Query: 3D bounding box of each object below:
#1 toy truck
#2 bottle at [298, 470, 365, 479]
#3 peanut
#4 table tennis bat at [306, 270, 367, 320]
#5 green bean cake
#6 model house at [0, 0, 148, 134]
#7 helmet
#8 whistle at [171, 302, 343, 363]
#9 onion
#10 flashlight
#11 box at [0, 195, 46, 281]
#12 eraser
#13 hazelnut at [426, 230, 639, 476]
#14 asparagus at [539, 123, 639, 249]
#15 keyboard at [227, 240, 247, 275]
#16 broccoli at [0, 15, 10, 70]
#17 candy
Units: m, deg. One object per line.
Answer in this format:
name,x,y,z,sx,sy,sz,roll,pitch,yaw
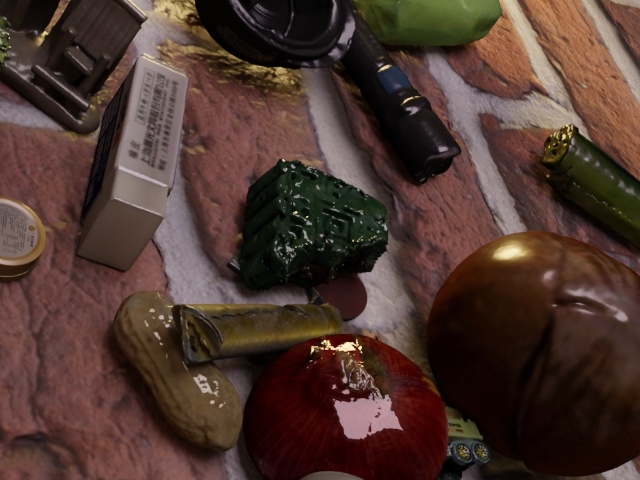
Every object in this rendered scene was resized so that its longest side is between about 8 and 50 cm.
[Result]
toy truck,0.138,0.261,1.411,0.168,0.077,0.100,8,51,-33
bottle,-0.003,0.368,1.098,0.120,0.120,0.253,33,40,-11
peanut,-0.164,0.154,1.254,0.214,0.090,0.098,57,-2,14
table tennis bat,0.011,0.080,1.519,0.095,0.014,0.158,49,38,6
green bean cake,0.000,0.000,1.488,0.208,0.107,0.193,23,43,-26
model house,-0.343,-0.284,1.443,0.229,0.188,0.122,39,24,-4
helmet,-0.092,-0.379,1.727,0.279,0.160,0.231,37,55,-30
whistle,-0.071,0.109,1.308,0.326,0.057,0.068,5,76,-61
onion,0.031,0.217,1.278,0.248,0.161,0.248,0,72,-1
flashlight,0.093,-0.286,1.858,0.103,0.103,0.424,-12,61,-44
box,-0.377,-0.003,1.260,0.105,0.037,0.106,21,45,-23
eraser,-0.241,-0.105,1.393,0.081,0.124,0.279,22,44,-22
hazelnut,0.321,0.143,1.473,0.372,0.372,0.315,38,68,-6
asparagus,0.579,-0.069,2.042,0.382,0.108,0.128,35,39,-11
keyboard,-0.074,-0.001,1.522,0.055,0.014,0.176,36,40,-3
broccoli,-0.499,-0.255,1.277,0.226,0.176,0.198,55,26,-45
candy,0.212,-0.450,2.062,0.343,0.132,0.142,-12,48,-45
